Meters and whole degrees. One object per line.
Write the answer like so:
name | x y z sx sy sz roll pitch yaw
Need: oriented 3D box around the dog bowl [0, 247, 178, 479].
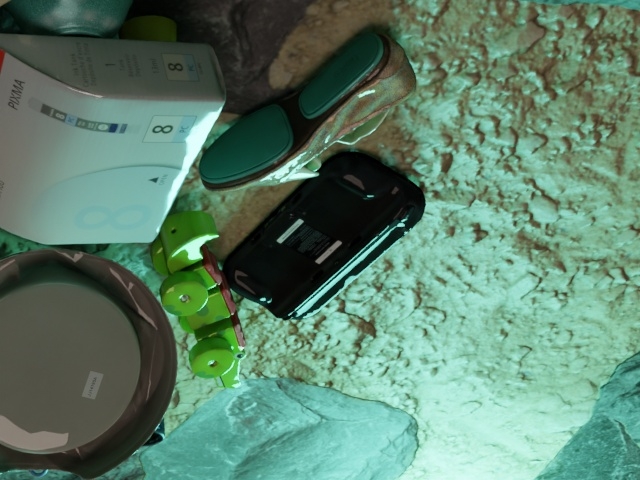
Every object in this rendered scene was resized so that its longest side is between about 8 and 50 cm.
dog bowl | -0.382 0.170 1.558 0.349 0.102 0.348 -5 103 -20

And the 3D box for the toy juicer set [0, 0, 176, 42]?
toy juicer set | -0.301 -0.241 1.184 0.209 0.089 0.329 -12 168 13

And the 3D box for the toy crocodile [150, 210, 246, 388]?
toy crocodile | -0.165 0.091 1.600 0.105 0.115 0.340 -19 132 -3

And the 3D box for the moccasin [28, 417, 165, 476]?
moccasin | -0.385 0.280 1.711 0.342 0.117 0.137 -5 139 -37

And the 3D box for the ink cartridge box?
ink cartridge box | -0.332 -0.100 1.228 0.385 0.091 0.308 -3 153 -27

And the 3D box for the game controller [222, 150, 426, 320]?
game controller | 0.000 0.000 1.589 0.166 0.067 0.319 34 124 -19

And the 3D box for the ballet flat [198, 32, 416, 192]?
ballet flat | -0.010 -0.136 1.399 0.316 0.107 0.106 -30 140 25
